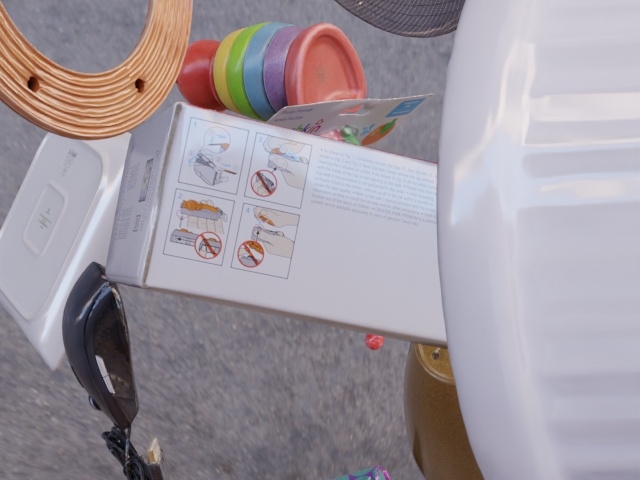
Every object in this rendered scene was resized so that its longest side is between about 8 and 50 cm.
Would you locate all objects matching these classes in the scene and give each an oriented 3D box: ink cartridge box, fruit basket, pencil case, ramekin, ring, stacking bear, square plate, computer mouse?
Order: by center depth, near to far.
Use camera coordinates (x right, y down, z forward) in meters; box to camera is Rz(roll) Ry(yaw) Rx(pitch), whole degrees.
[{"bbox_3d":[0.160,-0.002,0.433,0.127,0.273,0.272,-4,70,35],"label":"ramekin"},{"bbox_3d":[0.000,0.000,0.940,0.309,0.272,0.130,12,86,-17],"label":"ink cartridge box"},{"bbox_3d":[-0.228,-0.256,1.077,0.032,0.336,0.336,-5,70,32],"label":"ring"},{"bbox_3d":[-0.220,0.164,1.267,0.060,0.262,0.184,-16,31,-22],"label":"computer mouse"},{"bbox_3d":[-0.045,-0.073,1.612,0.353,0.327,0.165,-34,77,36],"label":"fruit basket"},{"bbox_3d":[-0.391,-0.026,1.787,0.049,0.347,0.344,22,96,-35],"label":"square plate"},{"bbox_3d":[0.027,0.382,1.802,0.152,0.070,0.064,-17,95,14],"label":"pencil case"},{"bbox_3d":[-0.103,-0.256,1.876,0.289,0.164,0.175,6,35,36],"label":"stacking bear"}]

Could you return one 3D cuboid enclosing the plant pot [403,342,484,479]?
[{"bbox_3d":[0.197,0.170,1.451,0.237,0.254,0.237,-8,57,12],"label":"plant pot"}]

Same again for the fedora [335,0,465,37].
[{"bbox_3d":[0.066,-0.296,0.857,0.124,0.244,0.275,42,110,51],"label":"fedora"}]

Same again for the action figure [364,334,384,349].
[{"bbox_3d":[0.107,0.032,1.781,0.091,0.139,0.280,21,75,-10],"label":"action figure"}]
